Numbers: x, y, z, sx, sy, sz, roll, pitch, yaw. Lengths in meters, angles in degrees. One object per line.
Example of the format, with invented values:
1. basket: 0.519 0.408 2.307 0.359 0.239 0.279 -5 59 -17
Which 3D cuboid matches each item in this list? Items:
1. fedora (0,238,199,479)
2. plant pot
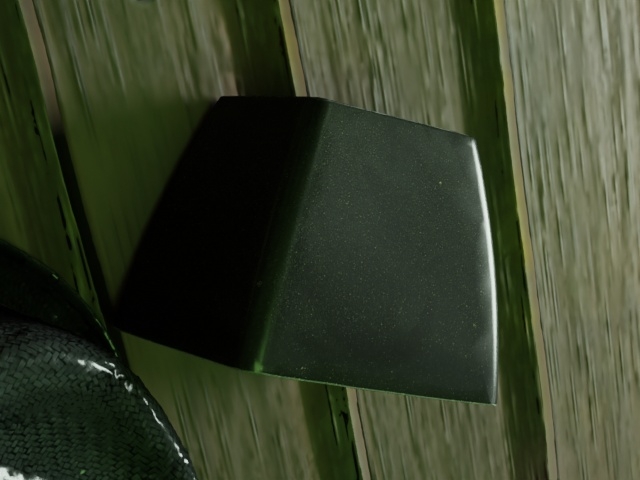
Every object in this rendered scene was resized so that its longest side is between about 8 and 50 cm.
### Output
1. fedora: -0.183 0.135 0.834 0.334 0.152 0.334 5 83 -50
2. plant pot: 0.000 0.000 0.950 0.188 0.187 0.167 10 89 -32
